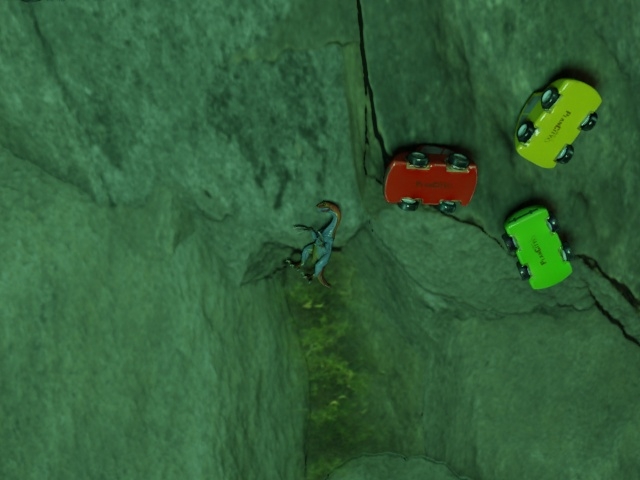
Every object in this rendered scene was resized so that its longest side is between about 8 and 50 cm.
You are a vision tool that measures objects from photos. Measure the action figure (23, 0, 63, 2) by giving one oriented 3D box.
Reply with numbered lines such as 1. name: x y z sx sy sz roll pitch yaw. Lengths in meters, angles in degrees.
1. action figure: -0.243 -0.346 1.215 0.140 0.164 0.276 -6 134 -8

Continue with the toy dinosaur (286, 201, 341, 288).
1. toy dinosaur: 0.000 0.000 1.547 0.082 0.047 0.090 -51 150 9

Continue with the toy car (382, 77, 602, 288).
1. toy car: 0.201 -0.046 1.538 0.239 0.053 0.225 -25 122 5
